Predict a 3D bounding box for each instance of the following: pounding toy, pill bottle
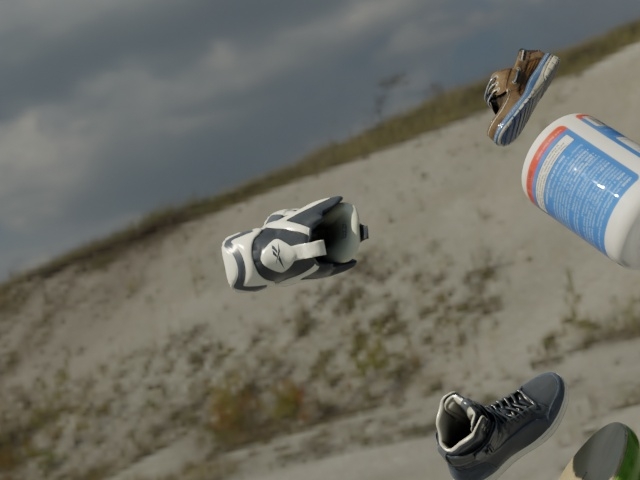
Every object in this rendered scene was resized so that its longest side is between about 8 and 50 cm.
[{"bbox_3d":[0.357,0.353,1.729,0.237,0.110,0.183,-56,3,22],"label":"pounding toy"},{"bbox_3d":[0.338,-0.043,1.525,0.124,0.124,0.221,-5,33,-35],"label":"pill bottle"}]

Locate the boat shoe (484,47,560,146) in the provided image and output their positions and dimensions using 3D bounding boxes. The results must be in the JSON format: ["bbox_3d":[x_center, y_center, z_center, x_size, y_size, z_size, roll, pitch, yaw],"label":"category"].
[{"bbox_3d":[0.254,-0.192,1.822,0.183,0.066,0.066,-52,-18,-41],"label":"boat shoe"}]

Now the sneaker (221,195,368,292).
[{"bbox_3d":[0.000,0.000,1.619,0.153,0.094,0.235,-10,-1,24],"label":"sneaker"}]

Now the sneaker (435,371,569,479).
[{"bbox_3d":[0.261,0.248,1.985,0.226,0.086,0.163,-44,-43,-11],"label":"sneaker"}]
